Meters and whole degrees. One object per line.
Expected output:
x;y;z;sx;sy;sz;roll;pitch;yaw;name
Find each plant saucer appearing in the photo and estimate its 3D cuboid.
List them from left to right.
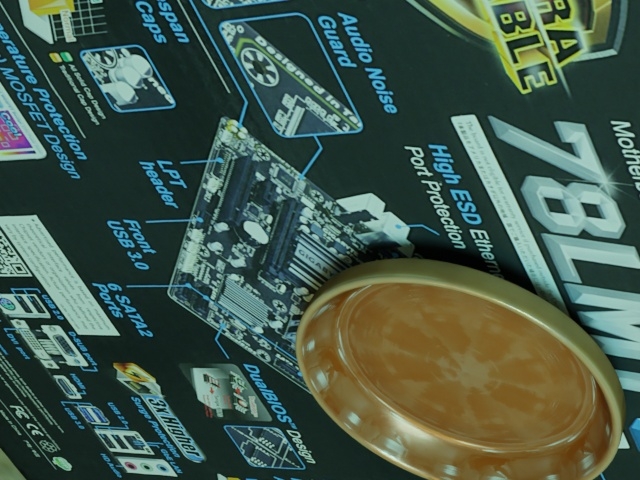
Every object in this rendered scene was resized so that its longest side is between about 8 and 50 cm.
0.035;0.033;0.423;0.083;0.013;0.083;16;142;13;plant saucer

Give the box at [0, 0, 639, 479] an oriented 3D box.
0.000;0.000;0.473;0.293;0.073;0.295;-3;135;32;box
